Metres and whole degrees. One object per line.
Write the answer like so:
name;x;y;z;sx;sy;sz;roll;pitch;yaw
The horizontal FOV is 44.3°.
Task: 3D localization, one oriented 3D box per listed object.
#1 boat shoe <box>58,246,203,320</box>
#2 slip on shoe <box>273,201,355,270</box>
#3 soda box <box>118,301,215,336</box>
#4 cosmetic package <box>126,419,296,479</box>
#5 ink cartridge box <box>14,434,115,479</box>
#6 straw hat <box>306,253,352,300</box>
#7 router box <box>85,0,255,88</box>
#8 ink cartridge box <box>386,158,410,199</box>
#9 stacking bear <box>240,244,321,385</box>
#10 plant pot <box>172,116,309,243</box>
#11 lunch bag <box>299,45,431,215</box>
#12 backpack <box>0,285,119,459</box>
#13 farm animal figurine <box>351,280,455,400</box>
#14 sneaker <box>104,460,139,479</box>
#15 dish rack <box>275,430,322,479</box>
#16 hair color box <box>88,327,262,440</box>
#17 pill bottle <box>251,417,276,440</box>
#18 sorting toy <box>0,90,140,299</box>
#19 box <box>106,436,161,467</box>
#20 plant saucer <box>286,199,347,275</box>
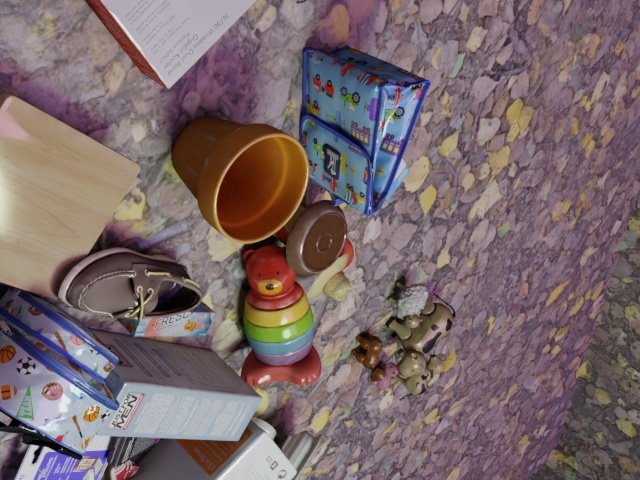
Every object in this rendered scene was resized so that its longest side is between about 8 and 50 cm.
boat shoe;-0.317;0.086;1.363;0.117;0.096;0.324;-57;162;9
slip on shoe;-0.008;0.000;1.712;0.123;0.101;0.331;-55;144;-4
soda box;-0.297;0.148;1.532;0.183;0.063;0.058;7;112;-50
cosmetic package;-0.301;0.562;1.676;0.453;0.230;0.161;-43;126;-18
ink cartridge box;-0.486;0.395;1.518;0.208;0.045;0.206;16;103;-53
straw hat;0.036;0.101;1.737;0.144;0.061;0.144;-45;164;-16
router box;-0.209;-0.452;1.171;0.335;0.082;0.301;-49;142;-10
ink cartridge box;0.118;-0.175;1.728;0.090;0.092;0.143;-50;143;-9
stacking bear;-0.095;0.146;1.683;0.164;0.175;0.289;-80;166;-62
plant pot;-0.157;-0.127;1.381;0.205;0.188;0.205;-28;135;-32
lunch bag;0.061;-0.205;1.537;0.138;0.221;0.293;-14;126;-41
backpack;-0.445;0.216;1.253;0.213;0.263;0.276;-52;142;-6
farm animal figurine;0.262;0.300;2.170;0.327;0.172;0.330;-57;143;1
sneaker;-0.416;0.462;1.649;0.067;0.042;0.118;-17;134;-36
dish rack;-0.136;0.607;1.916;0.333;0.072;0.285;-53;180;-28
hair color box;-0.306;0.285;1.520;0.374;0.185;0.114;23;99;-52
pill bottle;-0.182;0.520;1.878;0.184;0.103;0.103;-56;147;-32
sorting toy;-0.448;-0.069;1.185;0.255;0.089;0.257;-57;143;1
box;-0.366;0.386;1.618;0.162;0.029;0.116;-18;132;-67
plant saucer;0.000;0.000;1.614;0.168;0.029;0.168;-25;128;-37
